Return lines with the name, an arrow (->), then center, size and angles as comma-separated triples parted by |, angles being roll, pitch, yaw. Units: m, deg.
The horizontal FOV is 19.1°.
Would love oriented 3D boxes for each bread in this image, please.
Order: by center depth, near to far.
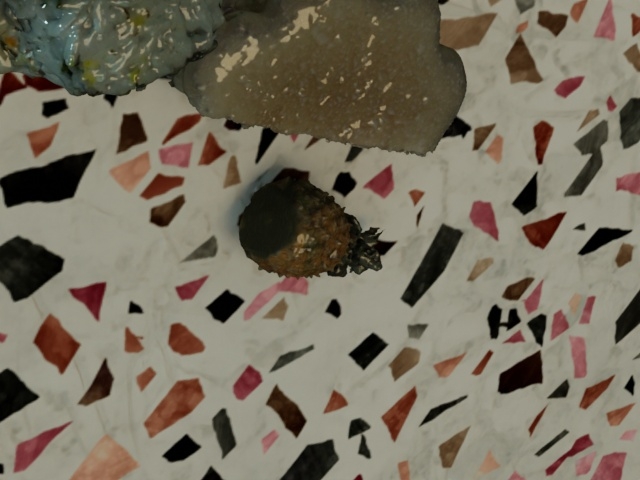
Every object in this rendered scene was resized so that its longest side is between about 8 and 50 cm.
bread -> 0.013, -0.193, 1.890 | 0.337, 0.102, 0.183 | 7, 111, -38

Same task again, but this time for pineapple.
pineapple -> 0.000, 0.000, 2.017 | 0.197, 0.108, 0.108 | 21, 105, -54

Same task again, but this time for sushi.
sushi -> -0.175, -0.232, 1.652 | 0.274, 0.184, 0.139 | -33, 135, -17
